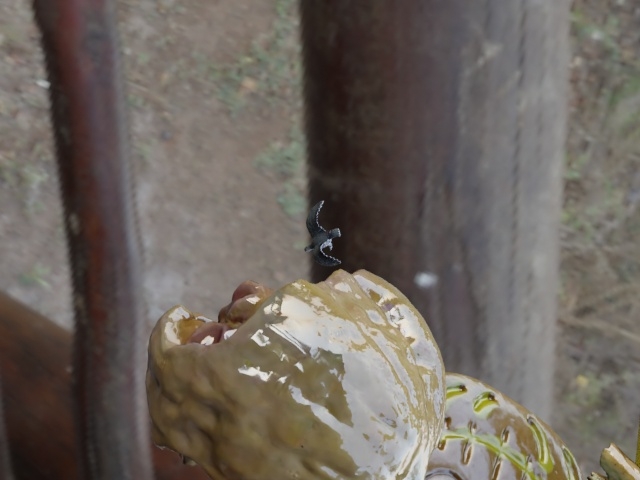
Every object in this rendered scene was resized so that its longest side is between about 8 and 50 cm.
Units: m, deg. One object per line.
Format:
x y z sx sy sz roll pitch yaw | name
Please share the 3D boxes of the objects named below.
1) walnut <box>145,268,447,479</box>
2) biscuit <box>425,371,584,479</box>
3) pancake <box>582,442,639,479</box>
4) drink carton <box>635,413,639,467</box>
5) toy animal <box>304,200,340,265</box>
-0.016 0.116 1.199 0.238 0.204 0.141 -14 154 -4 | walnut
0.223 0.379 2.152 0.394 0.070 0.350 28 65 -28 | biscuit
0.413 0.337 1.872 0.056 0.212 0.257 -52 163 -6 | pancake
0.529 0.324 2.211 0.111 0.154 0.351 3 95 -22 | drink carton
0.001 0.000 1.737 0.028 0.084 0.050 1 145 -23 | toy animal
